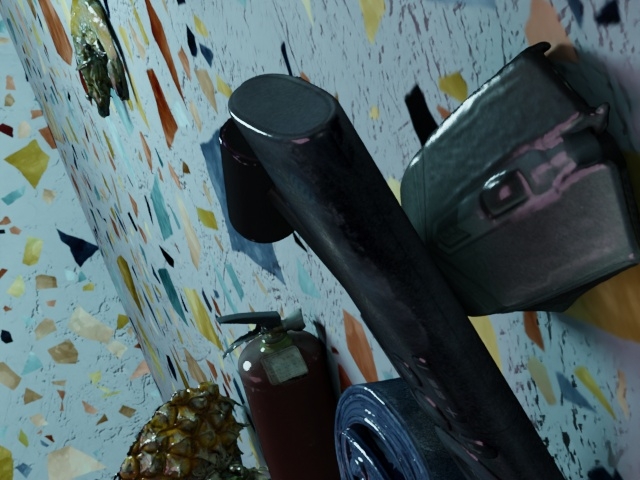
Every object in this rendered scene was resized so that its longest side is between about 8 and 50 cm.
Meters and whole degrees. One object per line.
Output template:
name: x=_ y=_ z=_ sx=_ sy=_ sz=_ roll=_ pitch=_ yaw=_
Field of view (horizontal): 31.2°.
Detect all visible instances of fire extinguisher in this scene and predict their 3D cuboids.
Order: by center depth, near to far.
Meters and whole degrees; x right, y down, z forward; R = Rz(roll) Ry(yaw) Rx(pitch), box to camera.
fire extinguisher: x=-0.033 y=0.181 z=1.225 sx=0.105 sy=0.104 sz=0.269 roll=42 pitch=150 yaw=57

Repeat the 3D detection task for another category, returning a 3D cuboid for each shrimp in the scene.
shrimp: x=-0.326 y=-0.262 z=1.703 sx=0.150 sy=0.051 sz=0.217 roll=44 pitch=149 yaw=41

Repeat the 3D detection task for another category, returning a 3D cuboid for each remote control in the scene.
remote control: x=0.069 y=0.070 z=0.651 sx=0.377 sy=0.044 sz=0.107 roll=57 pitch=173 yaw=-30

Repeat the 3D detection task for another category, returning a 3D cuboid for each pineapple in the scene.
pineapple: x=-0.137 y=0.387 z=1.741 sx=0.271 sy=0.262 sz=0.262 roll=33 pitch=150 yaw=23

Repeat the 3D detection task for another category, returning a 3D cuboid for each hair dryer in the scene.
hair dryer: x=0.000 y=-0.001 z=0.975 sx=0.248 sy=0.070 sz=0.114 roll=46 pitch=154 yaw=33

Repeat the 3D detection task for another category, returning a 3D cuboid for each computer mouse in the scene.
computer mouse: x=0.092 y=-0.015 z=0.601 sx=0.126 sy=0.071 sz=0.231 roll=66 pitch=164 yaw=7

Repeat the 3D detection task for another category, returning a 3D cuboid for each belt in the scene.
belt: x=0.071 y=0.182 z=0.875 sx=0.190 sy=0.082 sz=0.141 roll=-130 pitch=41 yaw=-53
